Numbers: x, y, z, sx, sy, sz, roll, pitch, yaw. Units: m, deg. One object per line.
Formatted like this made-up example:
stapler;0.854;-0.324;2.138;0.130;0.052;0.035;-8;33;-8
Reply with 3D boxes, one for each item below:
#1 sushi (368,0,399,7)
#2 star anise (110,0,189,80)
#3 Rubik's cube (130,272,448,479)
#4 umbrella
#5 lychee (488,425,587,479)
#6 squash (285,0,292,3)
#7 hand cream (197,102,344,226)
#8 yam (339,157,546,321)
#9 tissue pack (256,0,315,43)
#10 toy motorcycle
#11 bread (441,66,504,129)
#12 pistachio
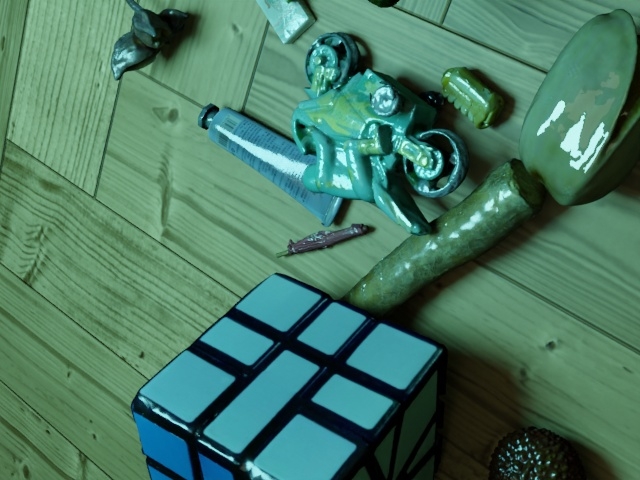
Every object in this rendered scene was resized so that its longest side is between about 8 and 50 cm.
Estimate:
sushi;0.095;-0.447;0.812;0.178;0.294;0.351;-4;126;52
star anise;-0.275;-0.382;1.184;0.218;0.148;0.227;-38;89;-9
Rubik's cube;-0.028;0.256;1.025;0.284;0.293;0.288;20;132;28
umbrella;0.000;0.000;1.147;0.165;0.025;0.027;-16;116;36
lychee;0.262;0.295;0.982;0.123;0.129;0.123;9;137;8
squash;-0.017;-0.348;1.068;0.083;0.027;0.027;-35;80;13
hand cream;-0.071;-0.117;1.154;0.256;0.055;0.088;34;109;21
yam;0.135;0.028;1.035;0.357;0.081;0.081;-43;76;34
tissue pack;-0.056;-0.329;1.112;0.056;0.023;0.108;-38;79;32
toy motorcycle;0.051;-0.126;1.029;0.296;0.109;0.198;43;115;32
bread;0.183;-0.175;0.981;0.088;0.034;0.049;45;136;22
pistachio;0.294;-0.136;0.858;0.130;0.131;0.206;16;116;-15
